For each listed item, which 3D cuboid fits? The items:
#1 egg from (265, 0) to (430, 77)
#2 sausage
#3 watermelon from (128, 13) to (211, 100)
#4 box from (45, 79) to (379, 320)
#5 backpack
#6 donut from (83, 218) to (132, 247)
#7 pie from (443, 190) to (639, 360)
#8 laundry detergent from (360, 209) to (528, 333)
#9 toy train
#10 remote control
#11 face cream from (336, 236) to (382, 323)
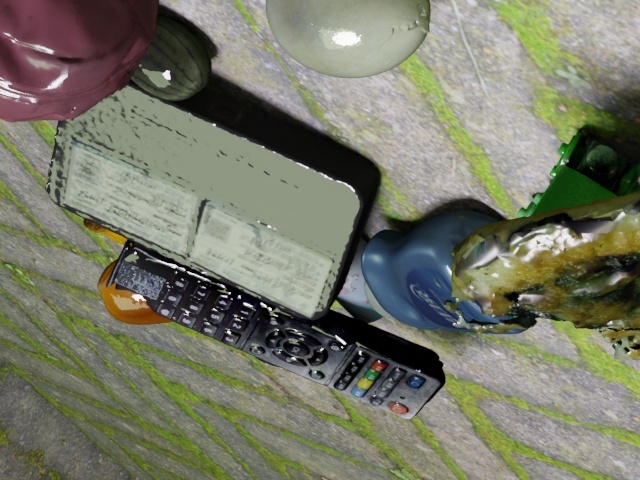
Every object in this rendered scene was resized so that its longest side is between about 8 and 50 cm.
[{"bbox_3d":[0.023,-0.187,1.359,0.152,0.114,0.114,16,155,39],"label":"egg"},{"bbox_3d":[-0.134,0.044,2.052,0.274,0.105,0.105,-8,152,6],"label":"sausage"},{"bbox_3d":[-0.163,-0.189,1.725,0.110,0.078,0.078,32,161,7],"label":"watermelon"},{"bbox_3d":[-0.122,-0.060,1.819,0.350,0.058,0.211,25,132,6],"label":"box"},{"bbox_3d":[-0.309,-0.237,1.578,0.317,0.283,0.197,26,138,-2],"label":"backpack"},{"bbox_3d":[-0.204,-0.053,2.011,0.101,0.152,0.259,42,160,-25],"label":"donut"},{"bbox_3d":[0.291,0.037,1.341,0.371,0.078,0.296,19,146,-33],"label":"pie"},{"bbox_3d":[0.122,0.044,1.797,0.143,0.094,0.290,35,161,-16],"label":"laundry detergent"},{"bbox_3d":[0.210,-0.006,1.494,0.085,0.119,0.251,31,160,7],"label":"toy train"},{"bbox_3d":[-0.050,0.095,1.959,0.399,0.062,0.144,23,147,-6],"label":"remote control"},{"bbox_3d":[0.000,0.000,1.923,0.229,0.075,0.075,45,159,-30],"label":"face cream"}]
